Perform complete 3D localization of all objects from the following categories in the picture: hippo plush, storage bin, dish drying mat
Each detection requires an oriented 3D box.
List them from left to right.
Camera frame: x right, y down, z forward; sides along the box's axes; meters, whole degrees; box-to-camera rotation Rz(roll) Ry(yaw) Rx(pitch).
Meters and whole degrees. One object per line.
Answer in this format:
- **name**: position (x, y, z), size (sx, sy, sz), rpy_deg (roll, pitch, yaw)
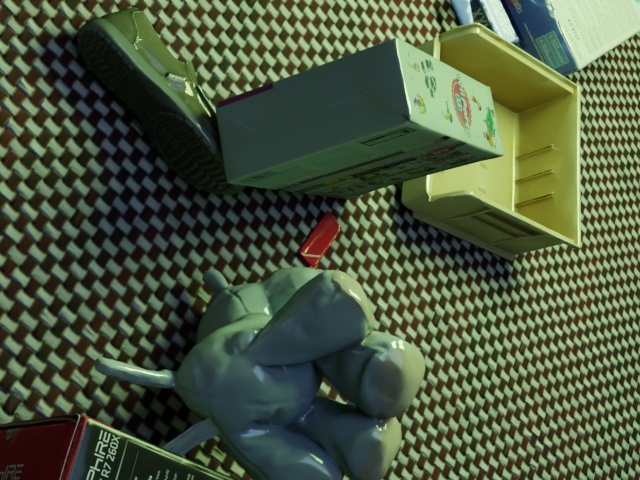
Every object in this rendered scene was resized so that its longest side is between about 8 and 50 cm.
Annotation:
- **hippo plush**: position (-0.047, 0.146, 1.156), size (0.294, 0.236, 0.234), rpy_deg (-20, 103, -2)
- **dish drying mat**: position (0.000, 0.000, 1.387), size (0.032, 0.008, 0.083), rpy_deg (51, 49, -19)
- **storage bin**: position (0.247, -0.137, 1.580), size (0.260, 0.123, 0.262), rpy_deg (22, 64, -38)

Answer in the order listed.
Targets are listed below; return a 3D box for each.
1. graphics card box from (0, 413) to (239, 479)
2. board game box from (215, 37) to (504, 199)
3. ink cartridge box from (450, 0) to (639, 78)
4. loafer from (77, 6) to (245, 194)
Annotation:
- **graphics card box**: position (-0.139, 0.270, 1.019), size (0.371, 0.232, 0.094), rpy_deg (31, 60, -34)
- **board game box**: position (0.055, -0.127, 1.268), size (0.303, 0.224, 0.098), rpy_deg (6, 71, -63)
- **ink cartridge box**: position (0.358, -0.403, 1.743), size (0.395, 0.151, 0.270), rpy_deg (-33, 99, -45)
- **loafer**: position (-0.157, -0.159, 1.225), size (0.251, 0.094, 0.087), rpy_deg (52, 53, -19)
